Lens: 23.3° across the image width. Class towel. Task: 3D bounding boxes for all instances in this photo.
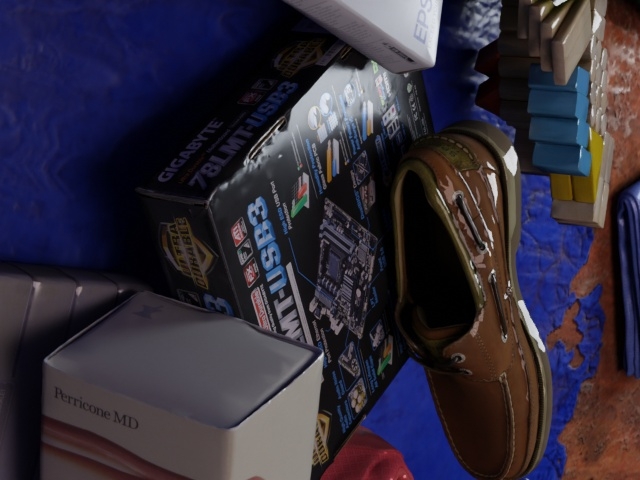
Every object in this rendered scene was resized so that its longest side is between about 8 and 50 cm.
[{"bbox_3d":[0.434,-0.017,1.720,0.336,0.040,0.243,-33,125,-36],"label":"towel"}]

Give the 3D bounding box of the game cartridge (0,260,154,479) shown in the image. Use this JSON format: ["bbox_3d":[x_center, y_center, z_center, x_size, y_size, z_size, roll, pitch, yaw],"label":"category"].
[{"bbox_3d":[-0.254,0.185,1.063,0.230,0.068,0.355,9,99,-43],"label":"game cartridge"}]

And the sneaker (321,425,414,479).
[{"bbox_3d":[-0.023,0.292,1.285,0.116,0.136,0.314,24,88,-47],"label":"sneaker"}]

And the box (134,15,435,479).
[{"bbox_3d":[0.000,0.000,1.195,0.293,0.073,0.296,-50,137,-39],"label":"box"}]

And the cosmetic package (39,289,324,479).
[{"bbox_3d":[-0.102,0.205,1.071,0.129,0.153,0.296,-37,137,-55],"label":"cosmetic package"}]

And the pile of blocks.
[{"bbox_3d":[0.175,-0.158,1.316,0.149,0.112,0.362,-53,142,-49],"label":"pile of blocks"}]

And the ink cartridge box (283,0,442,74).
[{"bbox_3d":[0.015,-0.263,1.108,0.224,0.045,0.223,25,66,-45],"label":"ink cartridge box"}]

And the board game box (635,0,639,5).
[{"bbox_3d":[0.348,-0.311,1.423,0.317,0.046,0.214,10,98,-67],"label":"board game box"}]

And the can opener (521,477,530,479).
[{"bbox_3d":[0.281,0.325,1.678,0.093,0.074,0.280,-40,140,20],"label":"can opener"}]

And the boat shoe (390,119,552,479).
[{"bbox_3d":[0.105,0.063,1.231,0.104,0.110,0.307,-29,113,-48],"label":"boat shoe"}]
